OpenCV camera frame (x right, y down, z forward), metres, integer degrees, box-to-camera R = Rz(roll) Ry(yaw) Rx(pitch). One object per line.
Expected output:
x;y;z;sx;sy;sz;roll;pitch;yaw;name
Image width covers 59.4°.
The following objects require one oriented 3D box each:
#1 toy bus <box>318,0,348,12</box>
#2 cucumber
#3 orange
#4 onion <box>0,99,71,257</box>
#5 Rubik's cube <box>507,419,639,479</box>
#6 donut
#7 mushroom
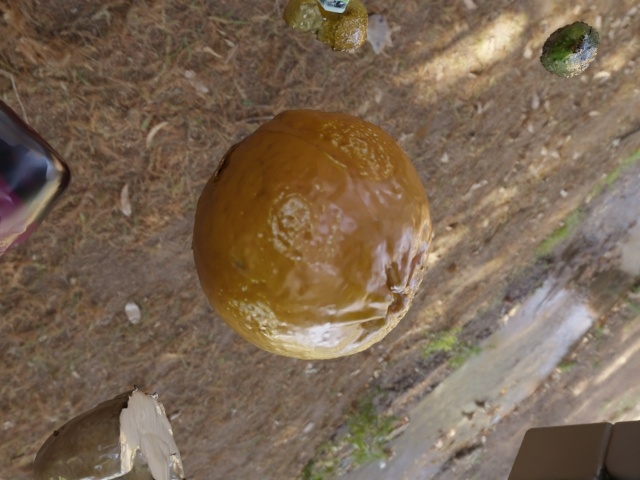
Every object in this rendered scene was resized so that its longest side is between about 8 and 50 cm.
-0.001;-0.241;0.500;0.031;0.083;0.037;-9;140;-36;toy bus
0.305;-0.233;0.685;0.069;0.069;0.227;-65;168;23;cucumber
0.000;0.000;0.766;0.341;0.293;0.340;-38;146;-32;orange
-0.254;-0.065;0.298;0.140;0.195;0.218;-45;180;-20;onion
0.378;0.405;0.533;0.344;0.346;0.346;-22;-172;41;Rubik's cube
0.012;-0.281;0.693;0.097;0.108;0.043;-64;-179;-42;donut
-0.276;0.288;0.726;0.151;0.156;0.285;-15;151;-6;mushroom
